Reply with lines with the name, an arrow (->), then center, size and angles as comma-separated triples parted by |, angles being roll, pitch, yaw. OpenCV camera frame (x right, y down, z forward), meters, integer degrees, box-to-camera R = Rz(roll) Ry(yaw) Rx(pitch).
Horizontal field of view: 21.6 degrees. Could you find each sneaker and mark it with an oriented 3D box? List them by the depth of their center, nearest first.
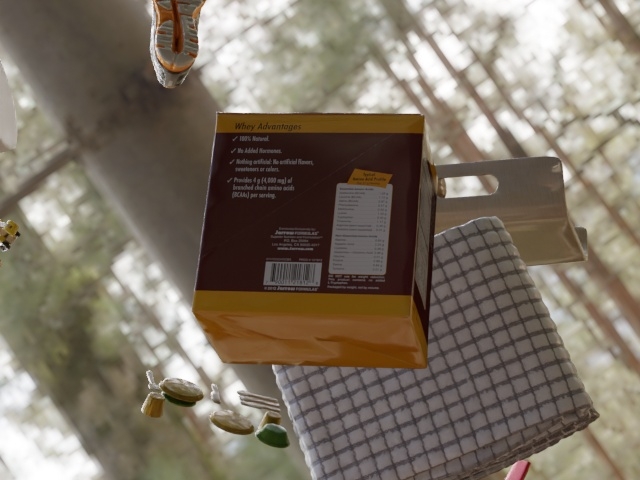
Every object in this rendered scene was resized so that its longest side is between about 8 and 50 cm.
sneaker -> -0.214, -0.317, 2.454 | 0.083, 0.084, 0.214 | 111, 168, -53

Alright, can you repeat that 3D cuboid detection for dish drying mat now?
dish drying mat -> 0.216, 0.291, 1.935 | 0.032, 0.008, 0.083 | 0, 59, 62

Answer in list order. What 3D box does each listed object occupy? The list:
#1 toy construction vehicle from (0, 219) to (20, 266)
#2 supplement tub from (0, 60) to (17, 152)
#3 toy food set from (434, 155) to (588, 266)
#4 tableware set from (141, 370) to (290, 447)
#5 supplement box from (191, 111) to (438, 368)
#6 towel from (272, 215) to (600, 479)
toy construction vehicle -> -0.387, 0.015, 1.947 | 0.086, 0.035, 0.098 | -54, 15, -17
supplement tub -> -0.425, -0.128, 1.717 | 0.200, 0.144, 0.144 | -13, -2, 5
toy food set -> 0.196, -0.033, 2.004 | 0.220, 0.092, 0.306 | -5, -15, 14
tableware set -> -0.108, 0.179, 1.724 | 0.104, 0.154, 0.024 | -117, 44, -67
supplement box -> 0.000, 0.000, 1.495 | 0.191, 0.194, 0.129 | 1, -24, 11
towel -> 0.106, 0.137, 1.696 | 0.284, 0.235, 0.121 | -25, -20, 6
